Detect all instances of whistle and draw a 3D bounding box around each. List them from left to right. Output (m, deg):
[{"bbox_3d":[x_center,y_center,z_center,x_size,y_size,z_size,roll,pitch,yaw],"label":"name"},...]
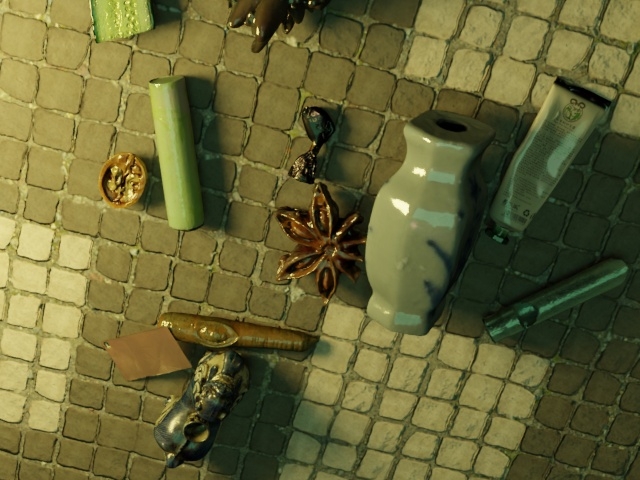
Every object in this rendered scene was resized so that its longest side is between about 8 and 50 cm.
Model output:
[{"bbox_3d":[0.483,0.120,1.914,0.312,0.062,0.062,-27,109,12],"label":"whistle"}]

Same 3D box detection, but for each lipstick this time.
[{"bbox_3d":[-0.280,-0.165,1.825,0.076,0.076,0.304,-4,112,4],"label":"lipstick"}]

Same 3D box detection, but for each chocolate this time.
[{"bbox_3d":[-0.015,-0.183,1.813,0.072,0.070,0.147,5,116,-30],"label":"chocolate"}]

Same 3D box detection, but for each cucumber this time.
[{"bbox_3d":[-0.364,-0.428,1.728,0.116,0.062,0.115,-5,114,-3],"label":"cucumber"}]

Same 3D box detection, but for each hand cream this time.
[{"bbox_3d":[0.424,-0.146,1.813,0.121,0.076,0.336,25,105,-13],"label":"hand cream"}]

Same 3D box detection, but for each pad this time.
[{"bbox_3d":[-0.373,0.243,2.003,0.187,0.006,0.113,-16,114,29],"label":"pad"}]

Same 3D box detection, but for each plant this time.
[{"bbox_3d":[-0.056,-0.478,1.624,0.320,0.181,0.194,-34,103,16],"label":"plant"}]

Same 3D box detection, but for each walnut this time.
[{"bbox_3d":[-0.388,-0.124,1.858,0.091,0.052,0.121,24,109,-6],"label":"walnut"}]

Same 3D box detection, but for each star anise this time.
[{"bbox_3d":[-0.003,0.006,1.876,0.214,0.099,0.220,42,113,1],"label":"star anise"}]

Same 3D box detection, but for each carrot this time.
[{"bbox_3d":[-0.173,0.198,1.975,0.342,0.070,0.070,7,112,-1],"label":"carrot"}]

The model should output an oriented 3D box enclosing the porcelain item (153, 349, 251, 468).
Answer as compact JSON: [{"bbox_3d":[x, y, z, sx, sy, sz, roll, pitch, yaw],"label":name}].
[{"bbox_3d":[-0.248,0.366,1.984,0.138,0.186,0.288,32,111,-12],"label":"porcelain item"}]

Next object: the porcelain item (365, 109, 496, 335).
[{"bbox_3d":[0.200,-0.032,1.776,0.178,0.242,0.405,22,118,18],"label":"porcelain item"}]
